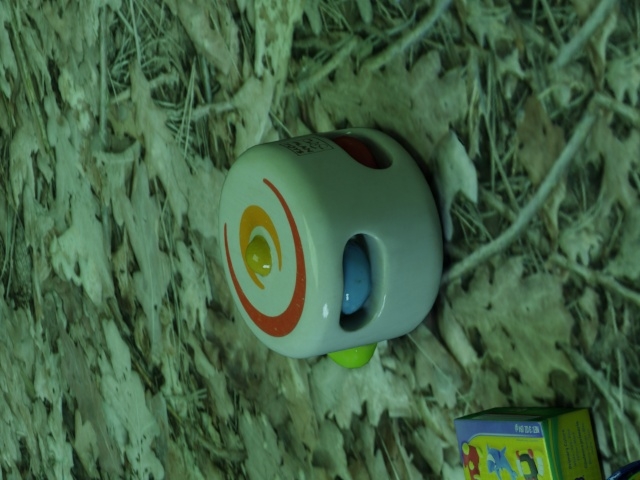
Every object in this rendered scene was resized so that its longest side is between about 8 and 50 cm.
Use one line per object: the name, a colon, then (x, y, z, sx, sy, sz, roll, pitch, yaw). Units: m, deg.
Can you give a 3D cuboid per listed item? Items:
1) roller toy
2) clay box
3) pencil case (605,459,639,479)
roller toy: (0.000, 0.000, 1.554, 0.191, 0.146, 0.209, -45, 61, 56)
clay box: (0.180, 0.246, 1.427, 0.127, 0.053, 0.222, -10, 91, 61)
pencil case: (0.262, 0.296, 1.230, 0.133, 0.119, 0.306, -3, 97, 38)
